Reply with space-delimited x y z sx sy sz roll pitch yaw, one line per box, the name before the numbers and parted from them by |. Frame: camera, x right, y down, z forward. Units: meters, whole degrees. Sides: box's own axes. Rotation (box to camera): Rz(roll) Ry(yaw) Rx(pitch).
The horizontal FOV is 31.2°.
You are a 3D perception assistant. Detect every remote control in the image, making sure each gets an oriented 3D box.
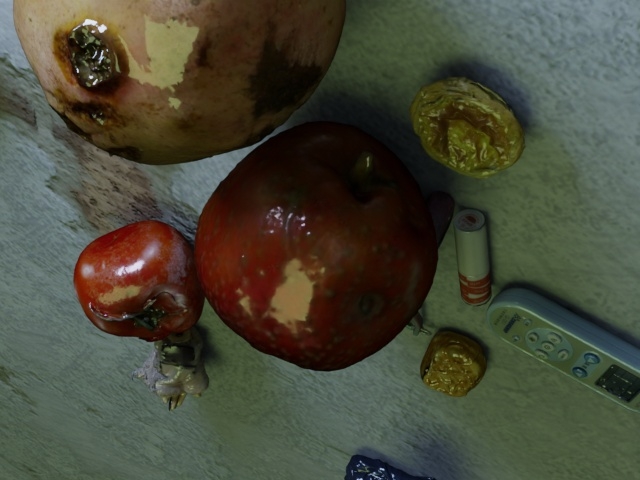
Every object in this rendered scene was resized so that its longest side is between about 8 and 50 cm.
remote control | 0.313 0.130 1.372 0.244 0.047 0.087 29 142 5

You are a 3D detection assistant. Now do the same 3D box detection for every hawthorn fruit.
hawthorn fruit | 0.000 0.000 1.261 0.275 0.275 0.300 31 134 2

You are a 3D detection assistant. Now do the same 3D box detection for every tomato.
tomato | -0.253 0.059 1.619 0.187 0.151 0.187 -13 140 -11

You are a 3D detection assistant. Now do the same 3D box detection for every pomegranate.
pomegranate | -0.137 -0.223 1.087 0.322 0.322 0.322 21 144 16

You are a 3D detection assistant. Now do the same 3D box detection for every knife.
knife | 0.114 0.040 1.411 0.123 0.053 0.278 24 146 2

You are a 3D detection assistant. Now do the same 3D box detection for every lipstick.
lipstick | 0.179 0.021 1.345 0.038 0.038 0.131 14 141 24

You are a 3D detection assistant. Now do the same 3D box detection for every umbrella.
umbrella | 0.152 0.404 1.814 0.248 0.071 0.071 19 143 20

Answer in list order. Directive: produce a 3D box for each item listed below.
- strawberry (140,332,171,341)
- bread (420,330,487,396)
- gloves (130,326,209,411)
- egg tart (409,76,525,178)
strawberry | -0.255 0.104 1.744 0.106 0.106 0.106 21 144 16
bread | 0.177 0.165 1.521 0.083 0.044 0.111 26 143 7
gloves | -0.229 0.194 1.828 0.110 0.094 0.144 18 127 -22
egg tart | 0.151 -0.121 1.179 0.130 0.052 0.130 20 145 15
